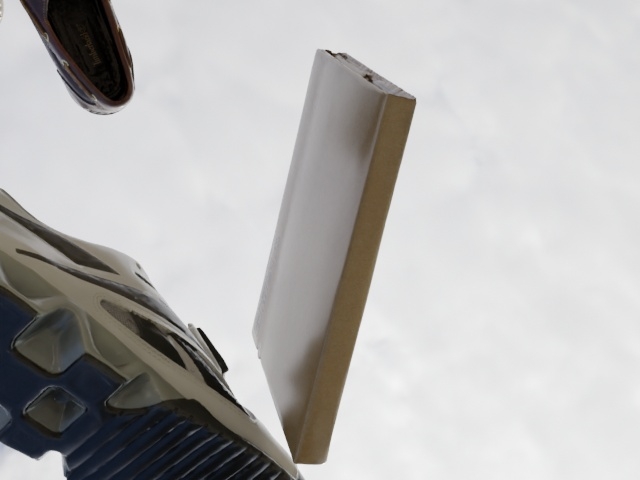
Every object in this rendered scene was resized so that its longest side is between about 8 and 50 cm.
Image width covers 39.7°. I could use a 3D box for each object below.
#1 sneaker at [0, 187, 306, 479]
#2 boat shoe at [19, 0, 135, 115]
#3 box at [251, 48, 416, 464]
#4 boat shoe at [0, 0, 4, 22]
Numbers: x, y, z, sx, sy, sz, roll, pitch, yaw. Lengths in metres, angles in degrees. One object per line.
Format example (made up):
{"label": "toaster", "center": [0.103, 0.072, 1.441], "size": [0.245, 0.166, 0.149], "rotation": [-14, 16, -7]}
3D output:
{"label": "sneaker", "center": [-0.109, 0.086, 0.547], "size": [0.330, 0.122, 0.146], "rotation": [48, -161, -22]}
{"label": "boat shoe", "center": [-0.203, -0.199, 0.703], "size": [0.073, 0.073, 0.207], "rotation": [-31, -72, -16]}
{"label": "box", "center": [0.000, 0.000, 0.509], "size": [0.021, 0.201, 0.164], "rotation": [9, -163, -16]}
{"label": "boat shoe", "center": [-0.346, -0.223, 0.801], "size": [0.109, 0.302, 0.098], "rotation": [-8, -100, -18]}
